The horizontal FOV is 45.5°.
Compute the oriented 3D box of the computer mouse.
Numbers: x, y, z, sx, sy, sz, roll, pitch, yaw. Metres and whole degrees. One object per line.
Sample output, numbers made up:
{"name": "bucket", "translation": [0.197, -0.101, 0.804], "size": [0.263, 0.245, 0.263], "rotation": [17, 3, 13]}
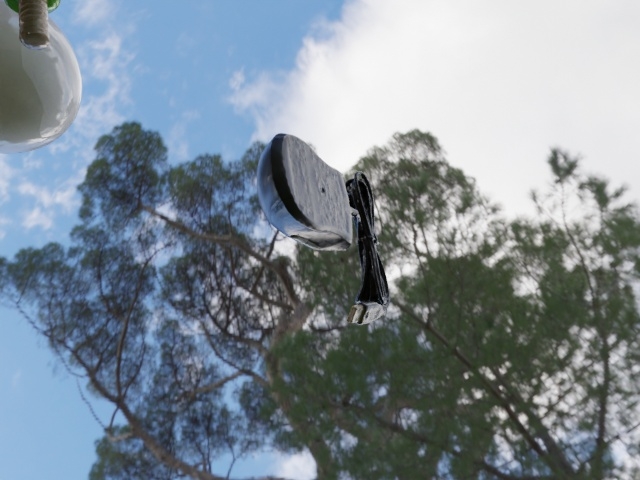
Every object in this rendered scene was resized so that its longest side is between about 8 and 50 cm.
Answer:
{"name": "computer mouse", "translation": [0.000, 0.000, 0.803], "size": [0.060, 0.262, 0.184], "rotation": [-15, -102, 22]}

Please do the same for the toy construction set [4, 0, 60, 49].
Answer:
{"name": "toy construction set", "translation": [-0.312, -0.258, 0.380], "size": [0.308, 0.237, 0.257], "rotation": [-6, -25, -11]}

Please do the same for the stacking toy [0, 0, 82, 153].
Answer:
{"name": "stacking toy", "translation": [-0.366, -0.223, 0.635], "size": [0.479, 0.350, 0.351], "rotation": [33, -72, 20]}
